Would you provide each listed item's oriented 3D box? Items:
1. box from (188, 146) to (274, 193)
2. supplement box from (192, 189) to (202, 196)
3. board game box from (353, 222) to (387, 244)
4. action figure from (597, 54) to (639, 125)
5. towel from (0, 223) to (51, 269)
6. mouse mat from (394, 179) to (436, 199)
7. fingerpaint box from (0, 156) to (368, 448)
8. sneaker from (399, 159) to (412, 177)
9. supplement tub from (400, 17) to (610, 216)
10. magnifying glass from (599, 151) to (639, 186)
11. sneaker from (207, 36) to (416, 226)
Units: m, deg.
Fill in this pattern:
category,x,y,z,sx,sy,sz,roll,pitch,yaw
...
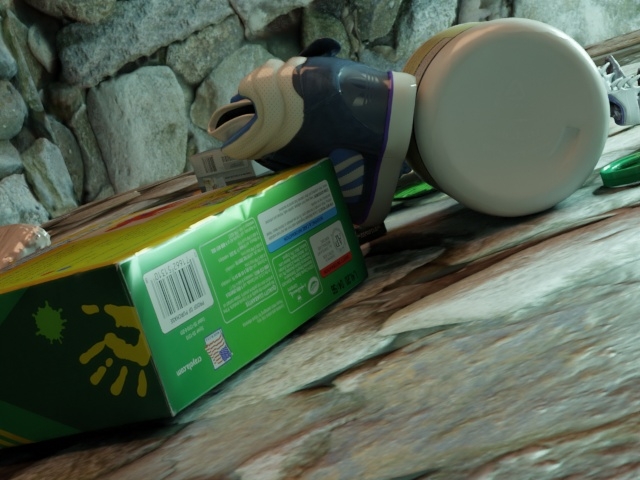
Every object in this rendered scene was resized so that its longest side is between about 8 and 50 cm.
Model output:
category,x,y,z,sx,sy,sz,roll,pitch,yaw
box,-0.100,-0.039,1.883,0.038,0.186,0.145,-23,9,-35
supplement box,-0.197,-0.055,2.574,0.080,0.078,0.233,-20,8,-1
board game box,0.000,0.000,1.951,0.126,0.026,0.186,-24,9,-21
action figure,0.351,-0.176,2.036,0.285,0.099,0.185,-26,15,-20
towel,-0.496,0.120,1.786,0.332,0.053,0.317,-55,20,-17
mouse mat,0.195,-0.099,2.204,0.189,0.007,0.152,-25,10,-26
fingerpaint box,-0.213,0.073,1.510,0.371,0.163,0.445,-14,9,29
sneaker,0.081,-0.106,2.064,0.350,0.148,0.131,-3,-8,-1
supplement tub,0.215,-0.161,1.766,0.235,0.235,0.325,-20,9,-2
magnifying glass,0.444,-0.107,1.640,0.231,0.026,0.092,-19,8,18
sneaker,-0.020,-0.123,1.699,0.236,0.130,0.323,6,-23,-4
